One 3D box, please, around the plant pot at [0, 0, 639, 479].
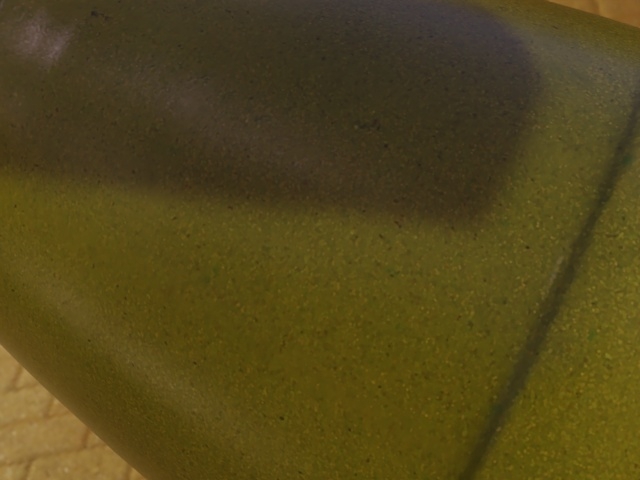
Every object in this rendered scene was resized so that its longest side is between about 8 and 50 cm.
[{"bbox_3d":[0.000,0.000,0.590,0.352,0.367,0.366,27,41,5],"label":"plant pot"}]
